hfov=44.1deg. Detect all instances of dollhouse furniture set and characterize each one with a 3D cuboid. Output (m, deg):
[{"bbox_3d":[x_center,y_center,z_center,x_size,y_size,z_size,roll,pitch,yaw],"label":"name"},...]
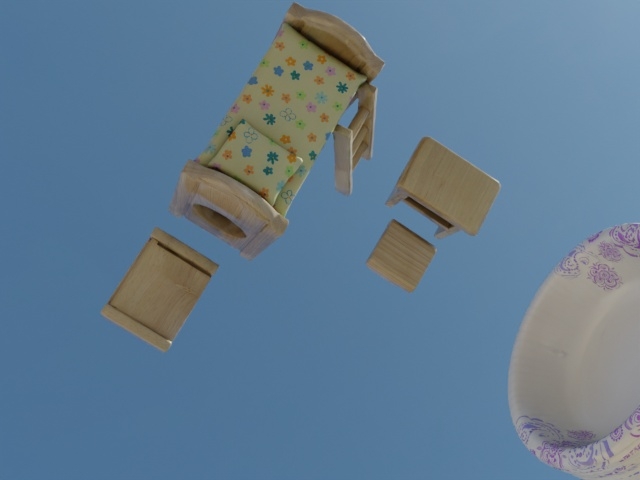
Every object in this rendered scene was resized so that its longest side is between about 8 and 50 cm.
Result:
[{"bbox_3d":[0.000,0.000,0.429,0.161,0.101,0.182,32,-106,-8],"label":"dollhouse furniture set"}]

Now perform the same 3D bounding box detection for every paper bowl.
[{"bbox_3d":[0.351,0.134,0.878,0.148,0.284,0.284,23,-81,-16],"label":"paper bowl"}]
